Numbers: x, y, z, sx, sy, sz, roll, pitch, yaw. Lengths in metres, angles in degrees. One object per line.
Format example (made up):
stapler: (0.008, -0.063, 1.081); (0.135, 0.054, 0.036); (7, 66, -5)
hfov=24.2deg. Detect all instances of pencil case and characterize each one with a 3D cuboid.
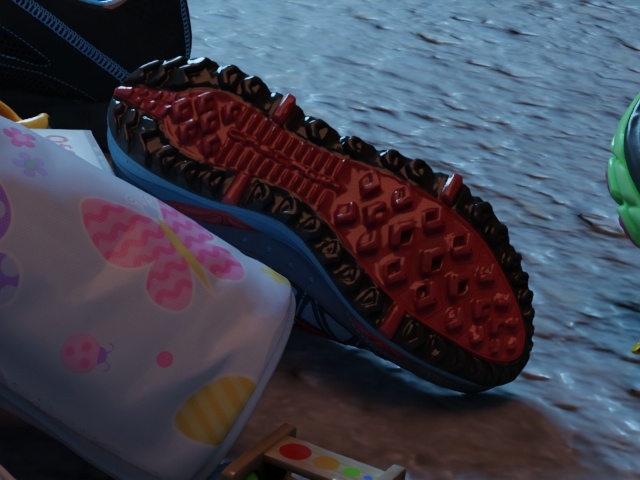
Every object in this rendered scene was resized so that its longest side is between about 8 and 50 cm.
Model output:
pencil case: (-0.145, 0.007, 0.629); (0.273, 0.113, 0.124); (29, 39, -13)

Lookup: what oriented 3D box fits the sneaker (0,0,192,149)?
sneaker: (-0.259, -0.147, 1.064); (0.341, 0.139, 0.125); (-2, 25, -21)

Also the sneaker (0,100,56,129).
sneaker: (-0.233, -0.060, 0.933); (0.215, 0.083, 0.084); (19, 26, 30)

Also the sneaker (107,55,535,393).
sneaker: (0.000, 0.000, 0.828); (0.262, 0.125, 0.104); (35, 63, 6)

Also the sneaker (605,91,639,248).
sneaker: (0.319, 0.013, 0.728); (0.185, 0.202, 0.483); (-7, 38, -33)

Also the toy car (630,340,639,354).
toy car: (0.209, 0.056, 0.882); (0.040, 0.060, 0.122); (52, 49, -3)

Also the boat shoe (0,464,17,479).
boat shoe: (-0.128, 0.120, 0.511); (0.258, 0.084, 0.095); (26, 28, 39)

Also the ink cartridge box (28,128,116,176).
ink cartridge box: (-0.211, 0.005, 0.765); (0.218, 0.092, 0.158); (1, 23, -20)

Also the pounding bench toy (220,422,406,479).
pounding bench toy: (-0.016, 0.118, 0.598); (0.065, 0.052, 0.083); (18, 24, 24)
